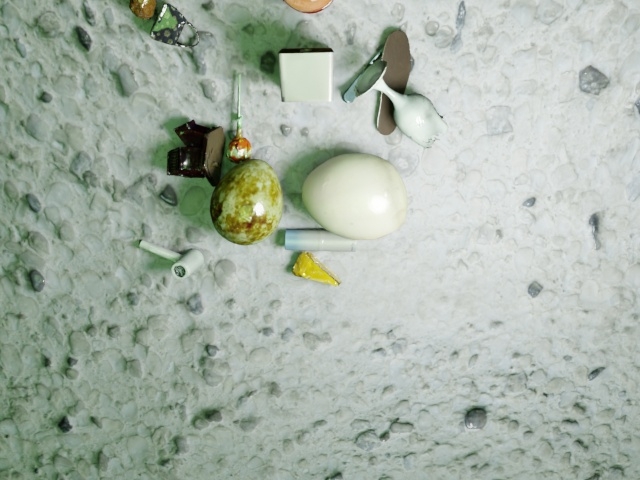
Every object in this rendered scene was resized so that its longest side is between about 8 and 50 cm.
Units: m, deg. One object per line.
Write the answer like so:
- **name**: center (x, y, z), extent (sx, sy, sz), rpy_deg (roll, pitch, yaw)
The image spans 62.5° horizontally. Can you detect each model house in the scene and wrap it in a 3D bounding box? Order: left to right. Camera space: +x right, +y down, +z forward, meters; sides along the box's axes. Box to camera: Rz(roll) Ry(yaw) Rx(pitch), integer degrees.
- **model house**: center (-0.416, -0.293, 1.742), extent (0.164, 0.141, 0.203), rpy_deg (11, 91, 18)

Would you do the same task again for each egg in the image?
- **egg**: center (-0.239, -0.126, 1.734), extent (0.238, 0.238, 0.290), rpy_deg (11, 101, -5)
- **egg**: center (0.111, -0.142, 1.709), extent (0.344, 0.283, 0.283), rpy_deg (5, 112, -1)

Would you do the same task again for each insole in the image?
- **insole**: center (0.233, -0.499, 1.695), extent (0.111, 0.007, 0.328), rpy_deg (-4, 116, -20)

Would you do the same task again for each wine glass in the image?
- **wine glass**: center (0.257, -0.421, 1.652), extent (0.321, 0.143, 0.143), rpy_deg (31, 109, -28)

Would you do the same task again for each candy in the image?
- **candy**: center (-0.268, -0.392, 1.718), extent (0.084, 0.078, 0.288), rpy_deg (-4, 109, -17)

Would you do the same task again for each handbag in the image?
- **handbag**: center (-0.439, -0.643, 1.621), extent (0.139, 0.072, 0.115), rpy_deg (25, 108, -24)

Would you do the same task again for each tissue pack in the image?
- **tissue pack**: center (-0.040, -0.500, 1.581), extent (0.159, 0.246, 0.136), rpy_deg (-2, 112, -1)

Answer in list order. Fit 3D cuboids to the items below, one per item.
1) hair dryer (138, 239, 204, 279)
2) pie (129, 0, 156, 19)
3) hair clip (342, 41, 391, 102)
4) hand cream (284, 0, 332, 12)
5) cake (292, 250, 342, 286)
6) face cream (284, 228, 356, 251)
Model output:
- **hair dryer**: center (-0.545, 0.050, 1.870), extent (0.236, 0.131, 0.073), rpy_deg (25, 113, 4)
- **pie**: center (-0.556, -0.890, 1.458), extent (0.418, 0.180, 0.395), rpy_deg (43, 106, -9)
- **hair clip**: center (0.147, -0.537, 1.678), extent (0.039, 0.070, 0.230), rpy_deg (34, 100, -10)
- **hand cream**: center (-0.034, -0.764, 1.541), extent (0.193, 0.125, 0.193), rpy_deg (-1, 113, -1)
- **cake**: center (-0.004, 0.092, 1.913), extent (0.184, 0.080, 0.116), rpy_deg (12, 113, 4)
- **face cream**: center (0.000, 0.000, 1.871), extent (0.249, 0.077, 0.077), rpy_deg (2, 112, -1)
